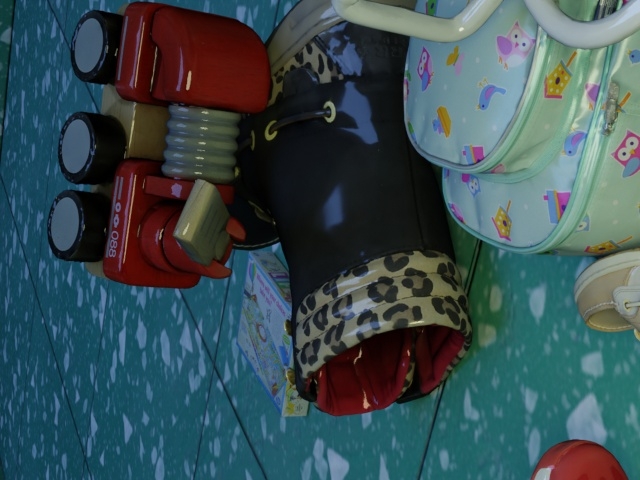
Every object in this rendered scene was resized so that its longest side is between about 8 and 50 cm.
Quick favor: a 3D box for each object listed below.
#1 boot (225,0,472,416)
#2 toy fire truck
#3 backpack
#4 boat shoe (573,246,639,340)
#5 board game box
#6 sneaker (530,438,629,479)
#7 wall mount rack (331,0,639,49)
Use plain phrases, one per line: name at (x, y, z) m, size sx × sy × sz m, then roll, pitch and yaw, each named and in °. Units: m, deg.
boot at (0.000, 0.000, 1.174) m, size 0.377 × 0.138 × 0.284 m, roll -45°, pitch 48°, yaw 54°
toy fire truck at (-0.101, -0.065, 1.094) m, size 0.246 × 0.158 × 0.217 m, roll 13°, pitch 96°, yaw 49°
backpack at (0.131, -0.082, 0.819) m, size 0.166 × 0.144 × 0.188 m, roll 23°, pitch 114°, yaw 62°
boat shoe at (0.188, 0.034, 0.772) m, size 0.170 × 0.063 × 0.059 m, roll 148°, pitch 126°, yaw -65°
board game box at (-0.042, 0.087, 1.415) m, size 0.154 × 0.026 × 0.103 m, roll -130°, pitch 45°, yaw -60°
sneaker at (0.187, 0.208, 0.773) m, size 0.128 × 0.087 × 0.221 m, roll -24°, pitch 79°, yaw 58°
wall mount rack at (0.083, -0.272, 0.689) m, size 0.304 × 0.130 × 0.350 m, roll -52°, pitch 44°, yaw 37°
